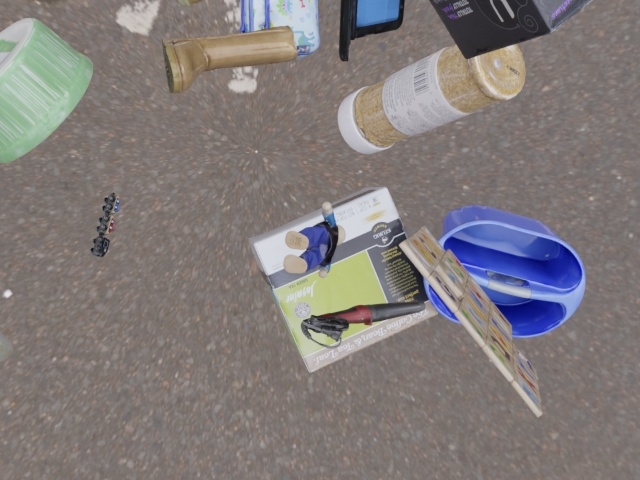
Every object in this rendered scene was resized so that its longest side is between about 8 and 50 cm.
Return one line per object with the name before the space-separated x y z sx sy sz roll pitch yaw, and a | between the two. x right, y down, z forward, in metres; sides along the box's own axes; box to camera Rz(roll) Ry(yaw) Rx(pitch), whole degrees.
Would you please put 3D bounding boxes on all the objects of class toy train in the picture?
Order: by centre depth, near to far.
toy train | -0.450 -0.033 1.668 0.027 0.158 0.036 -21 139 35

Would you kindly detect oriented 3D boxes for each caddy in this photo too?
caddy | 0.381 0.070 1.664 0.341 0.179 0.241 14 111 -5

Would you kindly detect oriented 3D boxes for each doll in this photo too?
doll | 0.000 0.000 1.286 0.046 0.189 0.129 9 101 21

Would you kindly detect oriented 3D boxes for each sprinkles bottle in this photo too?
sprinkles bottle | 0.178 -0.247 1.353 0.121 0.355 0.121 8 77 -34

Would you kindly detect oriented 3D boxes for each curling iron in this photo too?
curling iron | 0.074 0.124 1.226 0.068 0.274 0.035 35 116 35

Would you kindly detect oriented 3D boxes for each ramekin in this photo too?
ramekin | -0.644 -0.325 1.665 0.303 0.303 0.148 -43 128 1

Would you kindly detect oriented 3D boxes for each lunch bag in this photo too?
lunch bag | -0.095 -0.521 1.781 0.176 0.090 0.219 -1 93 -23

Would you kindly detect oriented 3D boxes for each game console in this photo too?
game console | 0.057 -0.262 0.825 0.071 0.107 0.122 2 127 2

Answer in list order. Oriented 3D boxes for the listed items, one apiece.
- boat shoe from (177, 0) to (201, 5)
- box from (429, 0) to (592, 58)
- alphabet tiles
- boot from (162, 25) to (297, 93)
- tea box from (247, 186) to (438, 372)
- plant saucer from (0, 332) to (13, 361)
boat shoe | -0.063 -0.203 0.486 0.048 0.153 0.056 10 56 -9
box | 0.154 -0.331 0.741 0.143 0.165 0.270 -38 105 -11
alphabet tiles | 0.161 0.068 0.819 0.009 0.237 0.198 -40 86 14
boot | -0.178 -0.374 1.582 0.269 0.236 0.089 -8 123 -10
tea box | 0.045 0.083 1.843 0.328 0.220 0.324 -23 96 -8
plant saucer | -0.449 -0.001 0.667 0.400 0.400 0.100 42 71 -8
